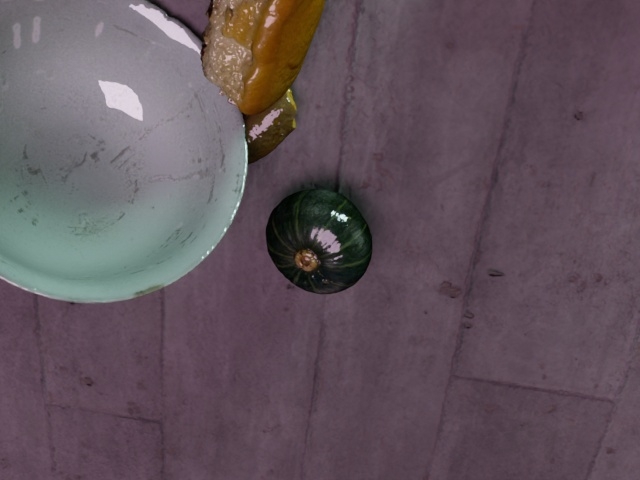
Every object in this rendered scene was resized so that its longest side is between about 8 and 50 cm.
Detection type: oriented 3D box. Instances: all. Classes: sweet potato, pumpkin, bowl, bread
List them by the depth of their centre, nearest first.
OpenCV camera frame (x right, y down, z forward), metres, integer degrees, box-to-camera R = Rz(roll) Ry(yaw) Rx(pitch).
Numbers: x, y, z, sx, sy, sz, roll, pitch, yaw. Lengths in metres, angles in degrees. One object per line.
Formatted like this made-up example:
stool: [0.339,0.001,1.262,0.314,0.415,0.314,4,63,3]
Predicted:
bread: [-0.064,-0.287,1.196,0.121,0.174,0.245,29,125,14]
bowl: [-0.332,-0.114,1.276,0.435,0.435,0.196,36,156,-13]
sweet potato: [-0.125,-0.136,1.355,0.244,0.077,0.077,-33,112,24]
pumpkin: [-0.002,0.002,1.389,0.167,0.125,0.167,5,120,8]
